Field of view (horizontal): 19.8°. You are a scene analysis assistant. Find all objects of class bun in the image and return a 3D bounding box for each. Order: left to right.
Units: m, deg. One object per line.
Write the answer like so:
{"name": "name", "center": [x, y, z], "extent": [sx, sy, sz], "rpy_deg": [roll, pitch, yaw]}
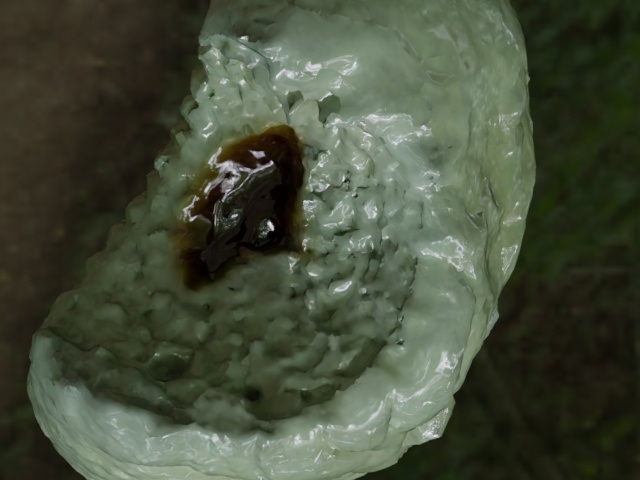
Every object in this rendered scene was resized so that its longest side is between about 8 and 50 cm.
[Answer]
{"name": "bun", "center": [0.000, 0.000, 0.595], "extent": [0.126, 0.212, 0.204], "rpy_deg": [28, -140, 4]}
